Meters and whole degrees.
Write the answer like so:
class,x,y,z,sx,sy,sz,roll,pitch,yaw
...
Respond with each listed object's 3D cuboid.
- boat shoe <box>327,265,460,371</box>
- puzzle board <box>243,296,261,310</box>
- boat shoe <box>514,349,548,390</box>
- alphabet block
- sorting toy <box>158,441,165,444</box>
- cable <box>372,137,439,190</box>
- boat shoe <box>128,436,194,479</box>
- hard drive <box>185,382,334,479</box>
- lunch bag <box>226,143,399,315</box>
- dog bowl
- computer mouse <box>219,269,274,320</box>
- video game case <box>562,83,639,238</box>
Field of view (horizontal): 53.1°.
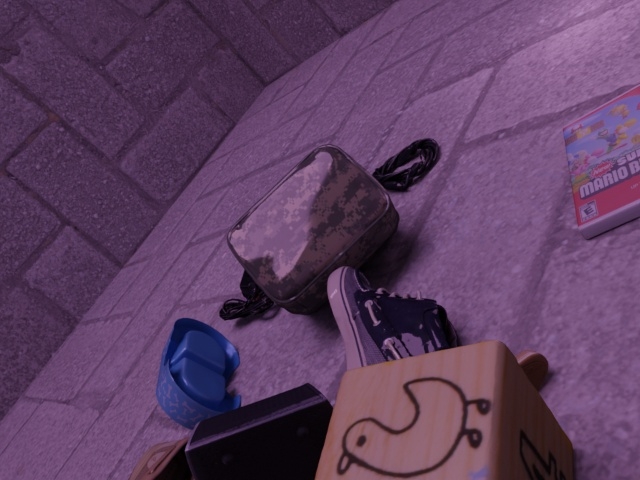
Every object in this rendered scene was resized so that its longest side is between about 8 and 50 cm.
class,x,y,z,sx,sy,sz,roll,pitch,yaw
boat shoe,0.116,0.124,0.989,0.158,0.127,0.340,-33,32,13
puzzle board,-0.144,0.124,1.569,0.096,0.011,0.128,-47,22,-3
boat shoe,0.199,0.189,0.777,0.170,0.063,0.059,-45,28,4
alphabet block,0.123,0.243,0.618,0.193,0.193,0.197,-18,33,30
sorting toy,-0.306,0.431,1.279,0.102,0.042,0.061,-7,44,57
cable,0.187,-0.176,1.461,0.150,0.047,0.184,-51,22,-13
boat shoe,-0.299,0.476,1.081,0.110,0.121,0.341,-31,24,33
hard drive,-0.041,0.276,0.739,0.172,0.254,0.054,-19,35,-4
lunch bag,0.000,0.000,1.258,0.305,0.256,0.212,-45,67,0
dog bowl,-0.254,0.274,1.318,0.074,0.166,0.297,-53,20,13
computer mouse,-0.134,0.075,1.548,0.189,0.072,0.272,-19,45,44
video game case,0.462,-0.138,0.935,0.204,0.025,0.285,-30,26,33
